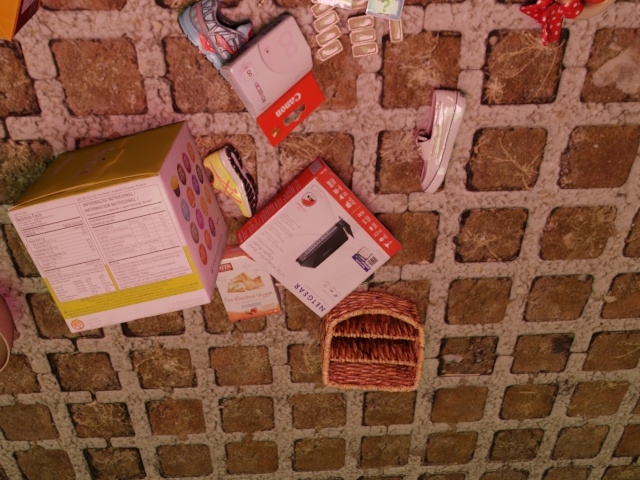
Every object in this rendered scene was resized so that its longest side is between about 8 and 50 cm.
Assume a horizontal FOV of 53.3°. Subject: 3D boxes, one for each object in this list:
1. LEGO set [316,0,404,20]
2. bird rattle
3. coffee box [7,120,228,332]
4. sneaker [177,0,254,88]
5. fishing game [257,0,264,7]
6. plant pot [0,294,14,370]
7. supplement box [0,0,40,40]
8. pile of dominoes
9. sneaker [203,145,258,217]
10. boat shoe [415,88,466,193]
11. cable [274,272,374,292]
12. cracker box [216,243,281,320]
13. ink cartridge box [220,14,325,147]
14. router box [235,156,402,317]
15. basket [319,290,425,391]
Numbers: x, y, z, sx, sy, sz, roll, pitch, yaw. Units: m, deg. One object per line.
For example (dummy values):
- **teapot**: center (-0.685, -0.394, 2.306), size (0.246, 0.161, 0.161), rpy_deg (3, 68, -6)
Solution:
- **LEGO set**: center (0.070, -0.567, 1.313), size (0.245, 0.060, 0.182), rpy_deg (10, 115, -6)
- **bird rattle**: center (0.564, -0.535, 1.351), size (0.207, 0.143, 0.253), rpy_deg (-7, 132, -19)
- **coffee box**: center (-0.444, -0.041, 1.496), size (0.339, 0.337, 0.334), rpy_deg (-13, 119, 6)
- **sneaker**: center (-0.184, -0.419, 1.398), size (0.125, 0.104, 0.262), rpy_deg (-36, 121, 19)
- **fishing game**: center (-0.175, -0.565, 1.268), size (0.189, 0.041, 0.264), rpy_deg (-47, 150, 25)
- **plant pot**: center (-0.982, 0.225, 1.772), size (0.284, 0.190, 0.284), rpy_deg (-1, 126, -2)
- **supplement box**: center (-0.658, -0.515, 1.236), size (0.191, 0.194, 0.129), rpy_deg (19, 123, -17)
- **pile of dominoes**: center (0.072, -0.528, 1.388), size (0.196, 0.040, 0.251), rpy_deg (-9, 119, 3)
- **sneaker**: center (-0.228, -0.145, 1.624), size (0.094, 0.081, 0.208), rpy_deg (-11, 123, 18)
- **boat shoe**: center (0.278, -0.242, 1.567), size (0.088, 0.096, 0.267), rpy_deg (10, 124, -6)
- **cable**: center (0.009, 0.115, 1.827), size (0.288, 0.072, 0.139), rpy_deg (11, 122, -11)
- **cracker box**: center (-0.211, 0.117, 1.819), size (0.156, 0.067, 0.232), rpy_deg (-11, 126, 4)
- **ink cartridge box**: center (-0.087, -0.349, 1.421), size (0.189, 0.066, 0.232), rpy_deg (-45, 124, -15)
- **router box**: center (0.000, 0.000, 1.690), size (0.301, 0.082, 0.335), rpy_deg (-42, 120, 7)
- **basket**: center (0.156, 0.294, 1.879), size (0.299, 0.223, 0.213), rpy_deg (6, 126, -7)
